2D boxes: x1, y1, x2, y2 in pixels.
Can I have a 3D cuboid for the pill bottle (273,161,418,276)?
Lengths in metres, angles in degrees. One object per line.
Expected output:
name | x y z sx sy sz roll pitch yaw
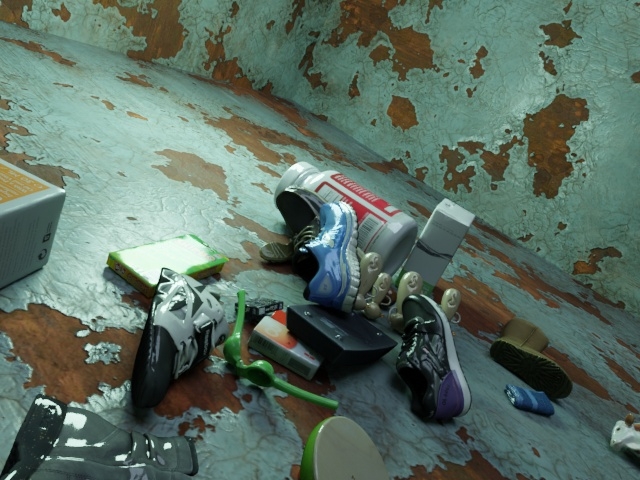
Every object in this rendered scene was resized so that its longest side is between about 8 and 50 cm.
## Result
pill bottle | 0.064 -0.062 1.580 0.407 0.229 0.229 35 23 23

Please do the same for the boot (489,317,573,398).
boot | 0.614 0.318 1.516 0.236 0.089 0.269 36 21 24

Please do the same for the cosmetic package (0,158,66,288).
cosmetic package | -0.609 -0.003 0.749 0.229 0.162 0.453 26 21 1

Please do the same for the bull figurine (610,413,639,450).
bull figurine | 0.851 0.528 1.275 0.310 0.101 0.188 18 26 -15

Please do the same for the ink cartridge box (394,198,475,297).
ink cartridge box | 0.354 0.026 1.644 0.114 0.273 0.198 30 21 12

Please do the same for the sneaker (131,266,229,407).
sneaker | -0.220 0.152 0.885 0.146 0.123 0.331 18 22 -14

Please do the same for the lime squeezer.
lime squeezer | -0.104 0.213 0.954 0.109 0.059 0.310 -10 41 -41

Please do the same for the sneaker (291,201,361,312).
sneaker | 0.009 0.018 1.241 0.147 0.130 0.330 8 39 -7

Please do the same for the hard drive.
hard drive | 0.045 0.197 1.122 0.172 0.054 0.254 33 10 30

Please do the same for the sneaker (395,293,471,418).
sneaker | 0.214 0.234 1.134 0.124 0.107 0.284 5 49 -28

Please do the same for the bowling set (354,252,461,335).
bowling set | 0.193 0.173 1.350 0.286 0.200 0.154 24 65 3

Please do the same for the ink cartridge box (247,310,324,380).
ink cartridge box | -0.050 0.195 1.094 0.145 0.045 0.179 29 23 6

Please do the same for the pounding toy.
pounding toy | 0.018 0.369 0.715 0.182 0.110 0.237 13 51 -58

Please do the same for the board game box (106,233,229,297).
board game box | -0.317 0.046 1.151 0.124 0.039 0.259 33 24 17

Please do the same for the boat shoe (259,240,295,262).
boat shoe | -0.106 0.035 1.423 0.153 0.048 0.056 -13 63 -49

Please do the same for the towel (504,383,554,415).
towel | 0.512 0.389 1.306 0.119 0.029 0.067 19 22 -18

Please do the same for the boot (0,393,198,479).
boot | -0.228 0.304 0.539 0.222 0.118 0.338 25 24 -19

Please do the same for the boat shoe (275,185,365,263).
boat shoe | 0.000 0.000 1.407 0.355 0.132 0.130 48 33 10

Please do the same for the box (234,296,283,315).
box | -0.129 0.139 1.129 0.067 0.018 0.083 5 7 34
